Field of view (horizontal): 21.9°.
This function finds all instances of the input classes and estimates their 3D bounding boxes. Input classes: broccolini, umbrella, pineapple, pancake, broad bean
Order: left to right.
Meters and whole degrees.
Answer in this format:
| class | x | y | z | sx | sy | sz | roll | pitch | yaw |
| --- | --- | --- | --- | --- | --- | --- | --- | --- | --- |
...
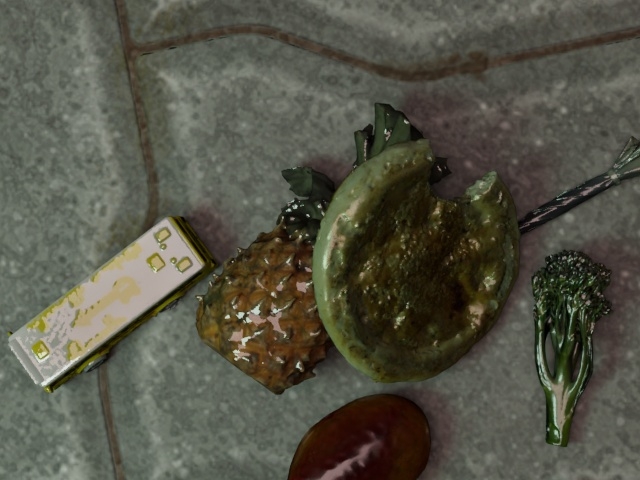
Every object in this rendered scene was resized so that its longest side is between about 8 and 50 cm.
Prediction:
| class | x | y | z | sx | sy | sz | roll | pitch | yaw |
| --- | --- | --- | --- | --- | --- | --- | --- | --- | --- |
| pineapple | 0.000 | 0.000 | 1.691 | 0.170 | 0.141 | 0.310 | 35 | 85 | 33 |
| broad bean | 0.039 | 0.226 | 1.697 | 0.165 | 0.084 | 0.114 | -26 | 101 | -1 |
| pancake | 0.099 | 0.027 | 1.645 | 0.254 | 0.037 | 0.253 | -9 | 107 | -29 |
| broccolini | 0.252 | 0.108 | 1.696 | 0.091 | 0.068 | 0.202 | 10 | 104 | 21 |
| umbrella | 0.284 | -0.063 | 1.696 | 0.269 | 0.044 | 0.044 | -27 | 54 | 5 |

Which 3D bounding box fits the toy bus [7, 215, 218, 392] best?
| class | x | y | z | sx | sy | sz | roll | pitch | yaw |
| --- | --- | --- | --- | --- | --- | --- | --- | --- | --- |
| toy bus | -0.217 | 0.068 | 1.741 | 0.226 | 0.074 | 0.081 | -35 | 84 | 4 |
